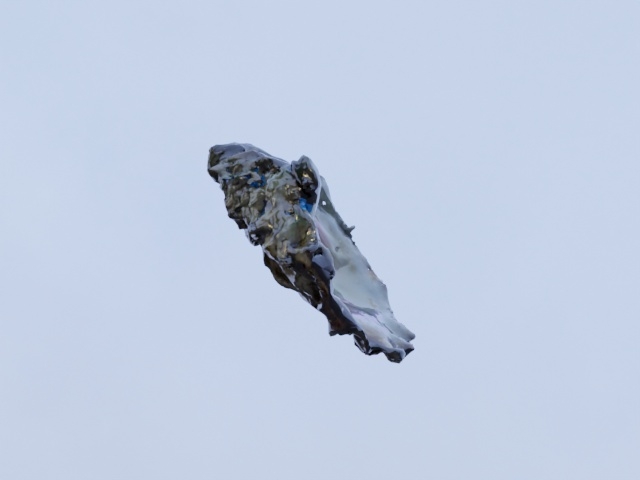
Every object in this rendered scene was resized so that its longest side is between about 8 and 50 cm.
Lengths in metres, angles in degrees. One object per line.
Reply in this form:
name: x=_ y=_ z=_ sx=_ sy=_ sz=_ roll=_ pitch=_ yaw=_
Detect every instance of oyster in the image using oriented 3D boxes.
oyster: x=-0.006 y=0.007 z=0.929 sx=0.092 sy=0.198 sz=0.260 roll=-33 pitch=-87 yaw=8
